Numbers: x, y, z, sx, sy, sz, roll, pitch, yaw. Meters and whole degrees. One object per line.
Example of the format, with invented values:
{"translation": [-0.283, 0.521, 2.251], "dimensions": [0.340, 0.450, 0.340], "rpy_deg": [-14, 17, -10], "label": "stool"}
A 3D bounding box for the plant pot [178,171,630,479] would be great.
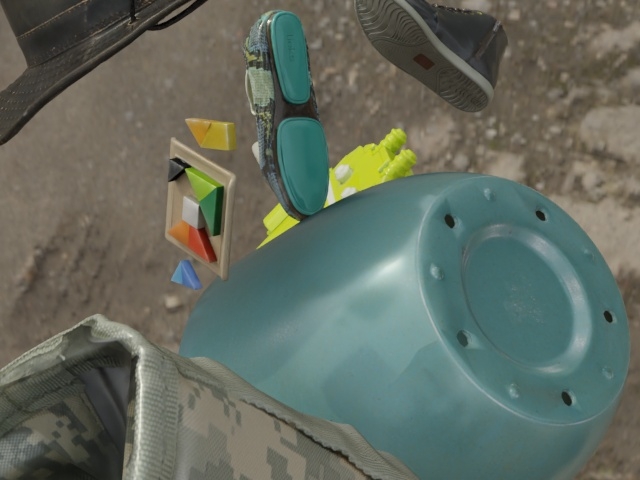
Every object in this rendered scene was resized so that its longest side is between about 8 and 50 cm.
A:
{"translation": [0.078, 0.084, 0.965], "dimensions": [0.293, 0.235, 0.293], "rpy_deg": [18, 55, -27], "label": "plant pot"}

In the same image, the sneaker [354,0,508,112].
{"translation": [0.138, -0.267, 1.656], "dimensions": [0.222, 0.083, 0.118], "rpy_deg": [40, 51, -23], "label": "sneaker"}

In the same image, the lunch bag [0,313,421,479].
{"translation": [-0.058, 0.183, 0.442], "dimensions": [0.169, 0.235, 0.287], "rpy_deg": [26, 82, 52], "label": "lunch bag"}

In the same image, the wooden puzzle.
{"translation": [-0.074, -0.020, 0.791], "dimensions": [0.014, 0.116, 0.078], "rpy_deg": [-13, 25, -34], "label": "wooden puzzle"}

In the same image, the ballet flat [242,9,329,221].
{"translation": [-0.034, -0.104, 1.160], "dimensions": [0.070, 0.070, 0.188], "rpy_deg": [-4, 80, -1], "label": "ballet flat"}

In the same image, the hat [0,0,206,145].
{"translation": [-0.149, -0.207, 0.939], "dimensions": [0.331, 0.134, 0.331], "rpy_deg": [-30, 18, 11], "label": "hat"}

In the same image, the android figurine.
{"translation": [0.000, 0.000, 1.356], "dimensions": [0.056, 0.273, 0.248], "rpy_deg": [38, 17, -19], "label": "android figurine"}
